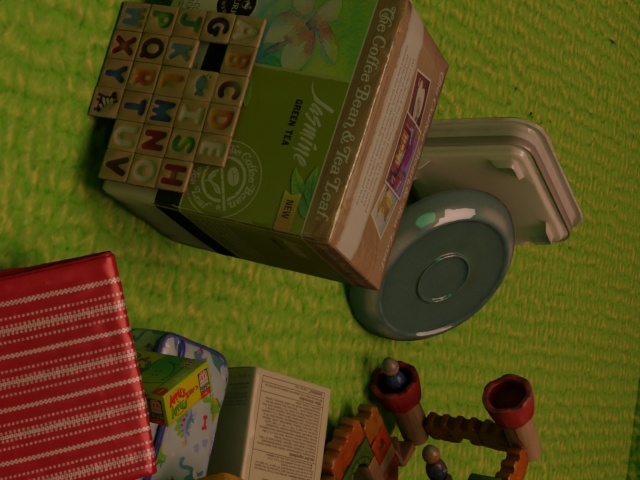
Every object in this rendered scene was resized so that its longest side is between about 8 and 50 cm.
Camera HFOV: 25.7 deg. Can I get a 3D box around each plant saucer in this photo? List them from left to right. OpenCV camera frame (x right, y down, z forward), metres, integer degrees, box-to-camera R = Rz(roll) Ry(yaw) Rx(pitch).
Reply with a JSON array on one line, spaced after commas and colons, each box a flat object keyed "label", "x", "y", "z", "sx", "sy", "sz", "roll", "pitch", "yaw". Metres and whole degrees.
[{"label": "plant saucer", "x": 0.199, "y": 0.054, "z": 2.364, "sx": 0.318, "sy": 0.043, "sz": 0.317, "roll": -18, "pitch": 134, "yaw": -19}]

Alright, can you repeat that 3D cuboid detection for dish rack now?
[{"label": "dish rack", "x": 0.281, "y": -0.085, "z": 2.414, "sx": 0.333, "sy": 0.286, "sz": 0.072, "roll": 53, "pitch": 44, "yaw": -49}]

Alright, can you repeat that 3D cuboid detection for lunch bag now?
[{"label": "lunch bag", "x": -0.212, "y": 0.234, "z": 1.861, "sx": 0.176, "sy": 0.090, "sz": 0.218, "roll": 37, "pitch": 63, "yaw": -52}]

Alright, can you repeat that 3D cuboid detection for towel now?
[{"label": "towel", "x": -0.305, "y": 0.160, "z": 1.607, "sx": 0.199, "sy": 0.031, "sz": 0.274, "roll": -13, "pitch": 96, "yaw": -20}]

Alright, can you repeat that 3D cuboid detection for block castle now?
[{"label": "block castle", "x": 0.151, "y": 0.404, "z": 2.281, "sx": 0.453, "sy": 0.303, "sz": 0.212, "roll": -59, "pitch": 140, "yaw": -36}]

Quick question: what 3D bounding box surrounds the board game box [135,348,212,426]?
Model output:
[{"label": "board game box", "x": -0.234, "y": 0.174, "z": 1.720, "sx": 0.092, "sy": 0.181, "sz": 0.043, "roll": -38, "pitch": 127, "yaw": -50}]

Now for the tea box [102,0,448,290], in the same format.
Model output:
[{"label": "tea box", "x": -0.049, "y": -0.146, "z": 1.794, "sx": 0.220, "sy": 0.324, "sz": 0.328, "roll": 44, "pitch": 61, "yaw": -65}]

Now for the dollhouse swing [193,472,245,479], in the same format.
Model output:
[{"label": "dollhouse swing", "x": -0.187, "y": 0.415, "z": 1.635, "sx": 0.346, "sy": 0.315, "sz": 0.305, "roll": -103, "pitch": 171, "yaw": -45}]

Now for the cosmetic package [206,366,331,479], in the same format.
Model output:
[{"label": "cosmetic package", "x": -0.091, "y": 0.346, "z": 1.988, "sx": 0.160, "sy": 0.113, "sz": 0.309, "roll": 23, "pitch": 69, "yaw": -41}]

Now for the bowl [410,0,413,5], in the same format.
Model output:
[{"label": "bowl", "x": 0.059, "y": -0.318, "z": 2.134, "sx": 0.298, "sy": 0.134, "sz": 0.297, "roll": 3, "pitch": 90, "yaw": -65}]

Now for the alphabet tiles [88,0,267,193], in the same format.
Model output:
[{"label": "alphabet tiles", "x": -0.187, "y": -0.177, "z": 1.722, "sx": 0.009, "sy": 0.198, "sz": 0.237, "roll": 48, "pitch": 55, "yaw": -66}]
